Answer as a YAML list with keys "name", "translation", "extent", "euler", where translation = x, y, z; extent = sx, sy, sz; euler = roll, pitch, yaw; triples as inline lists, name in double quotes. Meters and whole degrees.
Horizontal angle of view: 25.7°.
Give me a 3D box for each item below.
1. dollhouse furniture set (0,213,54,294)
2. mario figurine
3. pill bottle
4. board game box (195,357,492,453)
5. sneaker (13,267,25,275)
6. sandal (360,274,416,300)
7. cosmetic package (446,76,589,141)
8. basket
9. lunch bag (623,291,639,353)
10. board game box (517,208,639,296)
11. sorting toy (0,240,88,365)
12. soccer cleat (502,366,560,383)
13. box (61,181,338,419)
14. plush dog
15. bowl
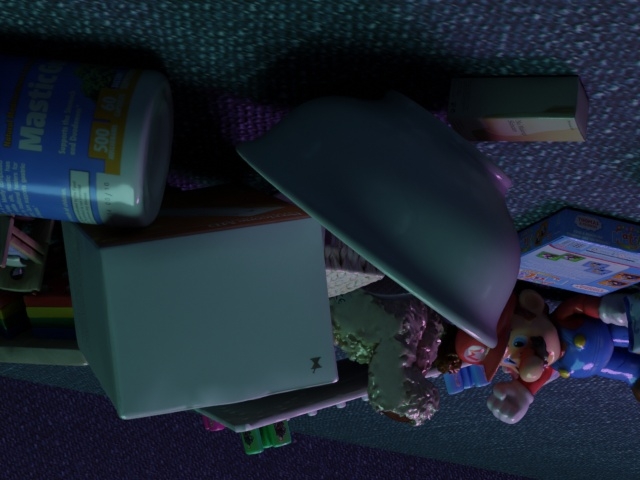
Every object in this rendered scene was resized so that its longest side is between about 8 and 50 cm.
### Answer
- name: "dollhouse furniture set"
  translation: [-0.446, -0.016, 1.754]
  extent: [0.184, 0.129, 0.129]
  euler: [4, 164, 12]
- name: "mario figurine"
  translation: [0.338, 0.163, 1.913]
  extent: [0.320, 0.198, 0.170]
  euler: [7, 178, -15]
- name: "pill bottle"
  translation: [-0.285, -0.100, 1.322]
  extent: [0.272, 0.152, 0.152]
  euler: [7, 165, 4]
- name: "board game box"
  translation: [0.024, 0.235, 2.158]
  extent: [0.390, 0.050, 0.390]
  euler: [-15, -178, -15]
- name: "sneaker"
  translation: [-0.443, 0.081, 2.124]
  extent: [0.126, 0.127, 0.321]
  euler: [-1, 161, 34]
- name: "sandal"
  translation: [0.050, 0.020, 1.723]
  extent: [0.254, 0.097, 0.054]
  euler: [8, 168, 42]
- name: "cosmetic package"
  translation: [0.175, -0.115, 1.240]
  extent: [0.115, 0.041, 0.060]
  euler: [2, 163, 22]
- name: "basket"
  translation: [0.000, 0.000, 1.626]
  extent: [0.103, 0.113, 0.167]
  euler: [10, 165, -24]
- name: "lunch bag"
  translation: [0.488, 0.107, 1.820]
  extent: [0.151, 0.096, 0.129]
  euler: [4, 169, -45]
- name: "board game box"
  translation: [0.313, 0.018, 1.668]
  extent: [0.160, 0.039, 0.211]
  euler: [12, 164, -15]
- name: "sorting toy"
  translation: [-0.342, 0.072, 1.895]
  extent: [0.255, 0.089, 0.257]
  euler: [-1, -160, 32]
- name: "soccer cleat"
  translation: [0.356, 0.180, 2.204]
  extent: [0.095, 0.083, 0.248]
  euler: [-19, 164, -13]
- name: "box"
  translation: [-0.138, 0.049, 1.458]
  extent: [0.215, 0.168, 0.345]
  euler: [-9, -170, -16]
- name: "plush dog"
  translation: [0.088, 0.110, 1.936]
  extent: [0.262, 0.210, 0.225]
  euler: [27, -173, 16]
- name: "bowl"
  translation: [0.078, -0.044, 1.275]
  extent: [0.298, 0.134, 0.298]
  euler: [37, -176, -3]
